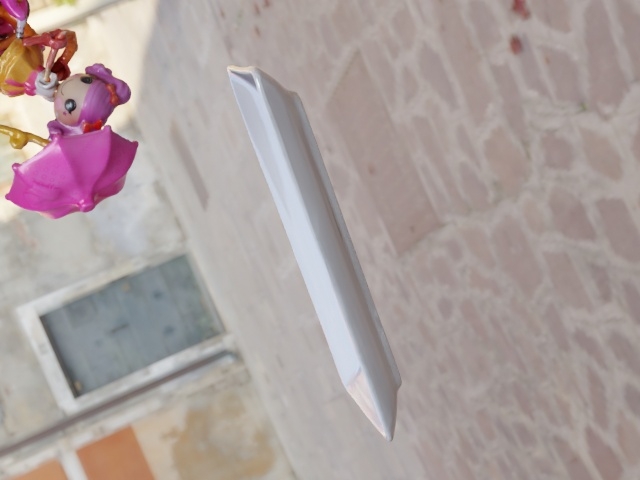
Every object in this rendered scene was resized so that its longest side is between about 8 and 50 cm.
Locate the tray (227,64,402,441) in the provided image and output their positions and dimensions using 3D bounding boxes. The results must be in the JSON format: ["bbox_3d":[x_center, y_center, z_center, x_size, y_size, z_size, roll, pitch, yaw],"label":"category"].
[{"bbox_3d":[0.000,0.000,0.859,0.145,0.030,0.270,-139,28,-76],"label":"tray"}]

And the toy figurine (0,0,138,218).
[{"bbox_3d":[-0.184,-0.087,0.756,0.159,0.173,0.130,28,156,1],"label":"toy figurine"}]
